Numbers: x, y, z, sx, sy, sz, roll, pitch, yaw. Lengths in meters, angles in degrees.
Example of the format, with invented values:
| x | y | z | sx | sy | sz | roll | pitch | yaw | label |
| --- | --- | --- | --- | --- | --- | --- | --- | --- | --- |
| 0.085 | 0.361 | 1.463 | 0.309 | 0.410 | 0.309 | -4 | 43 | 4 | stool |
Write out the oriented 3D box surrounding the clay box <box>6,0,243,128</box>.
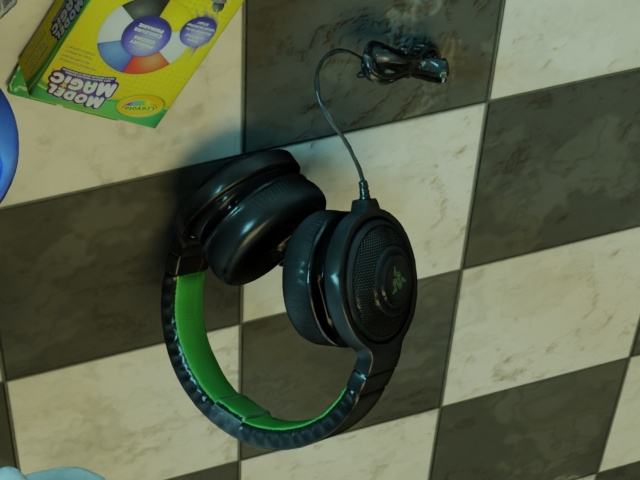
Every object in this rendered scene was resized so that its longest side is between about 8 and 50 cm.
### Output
| x | y | z | sx | sy | sz | roll | pitch | yaw | label |
| --- | --- | --- | --- | --- | --- | --- | --- | --- | --- |
| -0.154 | -0.176 | 1.446 | 0.127 | 0.053 | 0.222 | 12 | 128 | -37 | clay box |

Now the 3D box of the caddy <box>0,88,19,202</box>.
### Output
| x | y | z | sx | sy | sz | roll | pitch | yaw | label |
| --- | --- | --- | --- | --- | --- | --- | --- | --- | --- |
| -0.399 | -0.049 | 1.315 | 0.341 | 0.241 | 0.179 | -9 | 145 | -21 | caddy |

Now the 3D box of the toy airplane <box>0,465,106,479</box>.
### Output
| x | y | z | sx | sy | sz | roll | pitch | yaw | label |
| --- | --- | --- | --- | --- | --- | --- | --- | --- | --- |
| -0.368 | 0.198 | 1.591 | 0.384 | 0.272 | 0.386 | 40 | 128 | -16 | toy airplane |

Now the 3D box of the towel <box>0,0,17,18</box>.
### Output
| x | y | z | sx | sy | sz | roll | pitch | yaw | label |
| --- | --- | --- | --- | --- | --- | --- | --- | --- | --- |
| -0.309 | -0.210 | 1.175 | 0.284 | 0.121 | 0.235 | -46 | 159 | -38 | towel |

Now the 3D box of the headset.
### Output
| x | y | z | sx | sy | sz | roll | pitch | yaw | label |
| --- | --- | --- | --- | --- | --- | --- | --- | --- | --- |
| 0.000 | 0.000 | 1.618 | 0.185 | 0.243 | 0.394 | -13 | 128 | -55 | headset |
